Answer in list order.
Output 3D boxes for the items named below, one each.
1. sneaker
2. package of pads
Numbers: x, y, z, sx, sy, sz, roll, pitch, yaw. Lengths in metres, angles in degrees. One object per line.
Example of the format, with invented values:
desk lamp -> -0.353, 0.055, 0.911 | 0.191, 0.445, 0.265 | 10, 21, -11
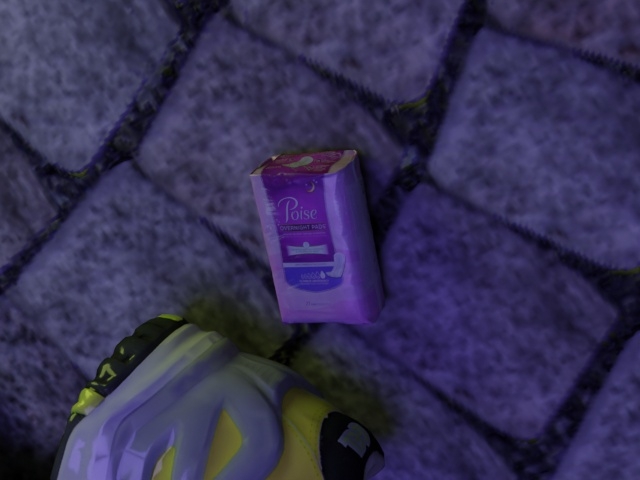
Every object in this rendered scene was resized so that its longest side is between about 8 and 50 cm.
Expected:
sneaker -> -0.075, 0.236, 0.763 | 0.147, 0.145, 0.384 | 20, 115, 17
package of pads -> 0.000, 0.000, 0.698 | 0.050, 0.032, 0.083 | -2, 111, 24
